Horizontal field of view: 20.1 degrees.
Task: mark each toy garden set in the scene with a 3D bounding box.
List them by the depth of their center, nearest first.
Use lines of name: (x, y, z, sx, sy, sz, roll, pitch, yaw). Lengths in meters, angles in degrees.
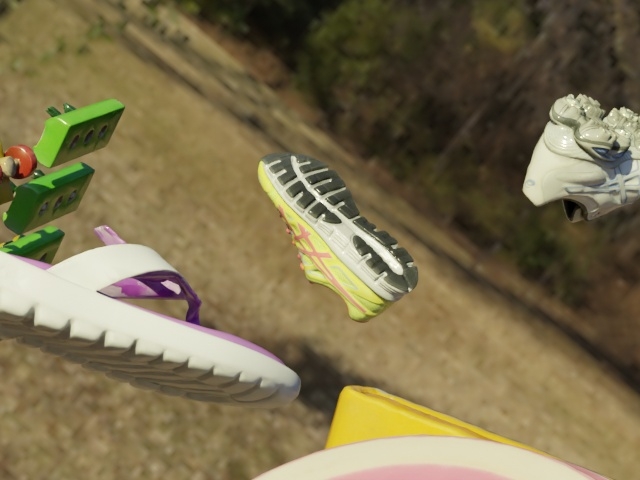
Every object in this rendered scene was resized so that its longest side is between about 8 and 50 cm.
toy garden set: (-0.275, -0.007, 1.513, 0.049, 0.244, 0.204, 32, 21, 10)

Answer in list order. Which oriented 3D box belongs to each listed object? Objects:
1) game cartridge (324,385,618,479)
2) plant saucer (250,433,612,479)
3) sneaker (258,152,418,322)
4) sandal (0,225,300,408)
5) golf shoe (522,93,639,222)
game cartridge: (0.089, 0.272, 0.950, 0.285, 0.324, 0.052, 18, 3, 29)
plant saucer: (0.037, 0.200, 0.781, 0.332, 0.332, 0.084, 41, -27, 46)
sneaker: (0.000, 0.000, 1.816, 0.081, 0.094, 0.208, -22, 65, -47)
sandal: (-0.170, 0.034, 1.335, 0.416, 0.102, 0.169, 24, -17, -37)
golf shoe: (0.209, -0.051, 1.307, 0.176, 0.086, 0.069, 11, 29, -44)
